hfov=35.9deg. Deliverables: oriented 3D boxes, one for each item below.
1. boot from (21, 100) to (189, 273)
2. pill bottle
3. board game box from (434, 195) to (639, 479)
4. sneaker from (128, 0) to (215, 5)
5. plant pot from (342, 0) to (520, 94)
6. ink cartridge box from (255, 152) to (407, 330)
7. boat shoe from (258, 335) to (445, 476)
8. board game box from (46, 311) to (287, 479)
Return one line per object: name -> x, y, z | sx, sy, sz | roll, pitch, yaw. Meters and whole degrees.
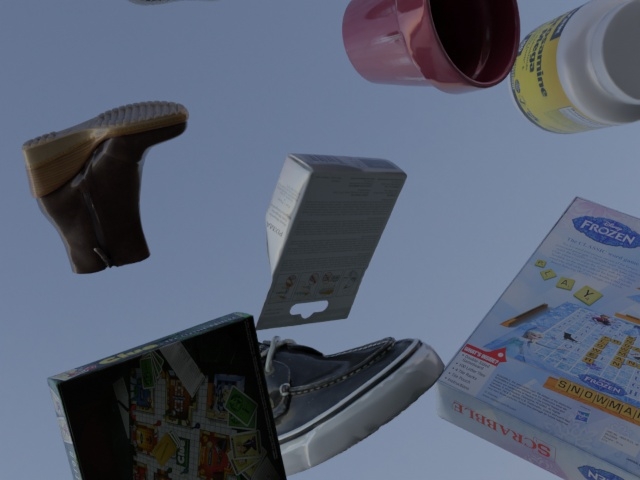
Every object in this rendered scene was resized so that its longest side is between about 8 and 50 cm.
boot -> -0.270, -0.072, 1.365 | 0.248, 0.090, 0.207 | -15, -64, 9
pill bottle -> 0.418, -0.262, 1.481 | 0.187, 0.334, 0.188 | 0, -88, -8
board game box -> 0.332, 0.118, 1.002 | 0.318, 0.318, 0.066 | -45, -36, -32
sneaker -> -0.189, -0.369, 1.215 | 0.126, 0.127, 0.321 | -35, -2, 20
plant pot -> 0.135, -0.286, 1.314 | 0.201, 0.180, 0.202 | 5, -97, -45
ink cartridge box -> 0.000, 0.000, 1.313 | 0.189, 0.066, 0.232 | -2, -55, -46
boat shoe -> -0.045, 0.150, 0.921 | 0.335, 0.119, 0.121 | -29, 1, 29
board game box -> -0.082, 0.189, 0.650 | 0.136, 0.030, 0.260 | -18, -75, -30
